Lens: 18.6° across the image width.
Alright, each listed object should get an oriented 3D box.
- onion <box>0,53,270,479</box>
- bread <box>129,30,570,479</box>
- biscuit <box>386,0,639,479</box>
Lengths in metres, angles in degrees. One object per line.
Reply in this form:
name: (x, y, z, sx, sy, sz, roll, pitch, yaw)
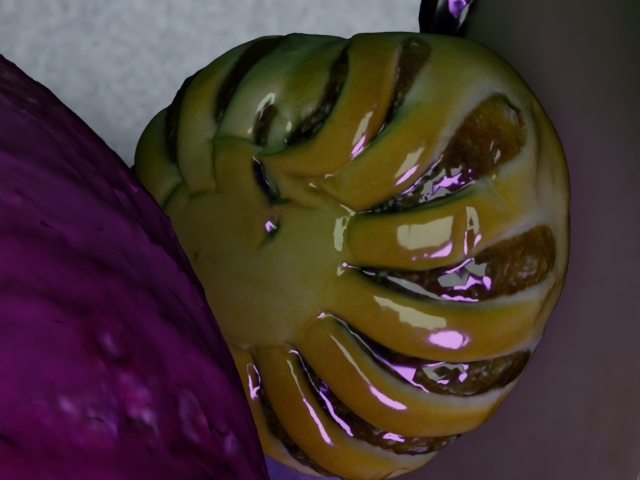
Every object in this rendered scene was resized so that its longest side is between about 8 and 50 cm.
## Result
onion: (-0.131, 0.107, 0.466, 0.358, 0.345, 0.358, 19, 121, 34)
bread: (0.000, 0.000, 0.540, 0.139, 0.071, 0.130, 26, 106, 35)
biscuit: (0.077, -0.067, 0.557, 0.099, 0.038, 0.322, 9, 89, 33)
